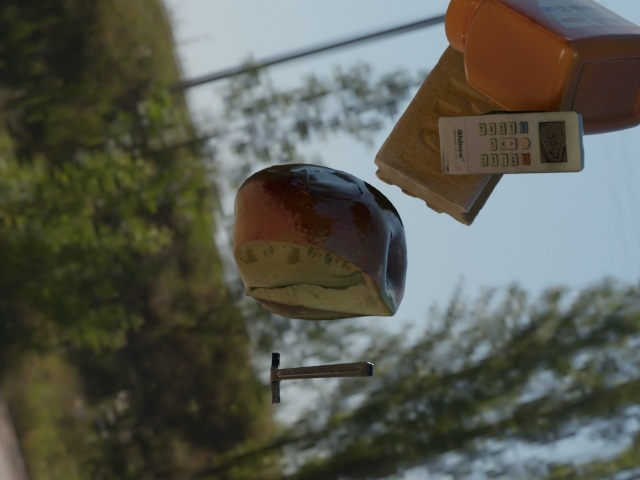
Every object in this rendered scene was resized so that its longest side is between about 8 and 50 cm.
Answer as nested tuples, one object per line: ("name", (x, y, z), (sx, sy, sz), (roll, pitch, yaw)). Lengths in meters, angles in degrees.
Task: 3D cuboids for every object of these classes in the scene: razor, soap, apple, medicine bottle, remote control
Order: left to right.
("razor", (-0.006, 0.163, 2.140), (0.190, 0.033, 0.066), (-9, -102, 48))
("apple", (0.000, 0.000, 1.992), (0.207, 0.188, 0.174), (48, 41, -74))
("soap", (0.184, -0.149, 2.183), (0.140, 0.232, 0.073), (30, -14, 15))
("remote control", (0.193, -0.100, 1.790), (0.029, 0.166, 0.065), (-11, 99, -54))
("medicine bottle", (0.237, -0.204, 1.879), (0.222, 0.149, 0.112), (40, -53, 45))
